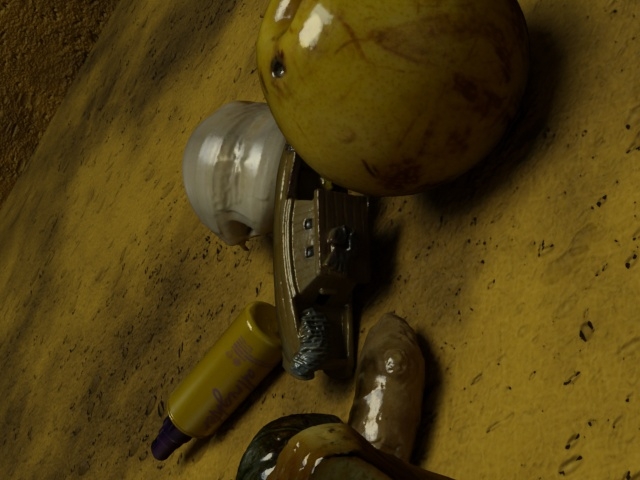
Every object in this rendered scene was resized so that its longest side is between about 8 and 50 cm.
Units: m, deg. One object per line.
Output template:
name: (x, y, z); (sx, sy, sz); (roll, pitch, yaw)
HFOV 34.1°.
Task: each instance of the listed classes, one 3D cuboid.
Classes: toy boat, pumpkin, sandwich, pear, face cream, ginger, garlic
toy boat: (0.000, 0.000, 1.179); (0.121, 0.089, 0.321); (-29, 58, 58)
pumpkin: (-0.029, 0.249, 1.054); (0.119, 0.107, 0.183); (-59, 28, 20)
sandwich: (0.034, 0.254, 0.814); (0.186, 0.214, 0.065); (-60, 25, 5)
pear: (0.073, -0.181, 1.080); (0.280, 0.280, 0.281); (-42, 34, 37)
face cream: (-0.138, 0.192, 1.334); (0.273, 0.078, 0.078); (-48, 30, 27)
ginger: (0.063, 0.153, 1.016); (0.095, 0.068, 0.190); (-24, 47, 54)
garlic: (-0.105, -0.089, 1.416); (0.281, 0.184, 0.203); (24, 108, 62)
